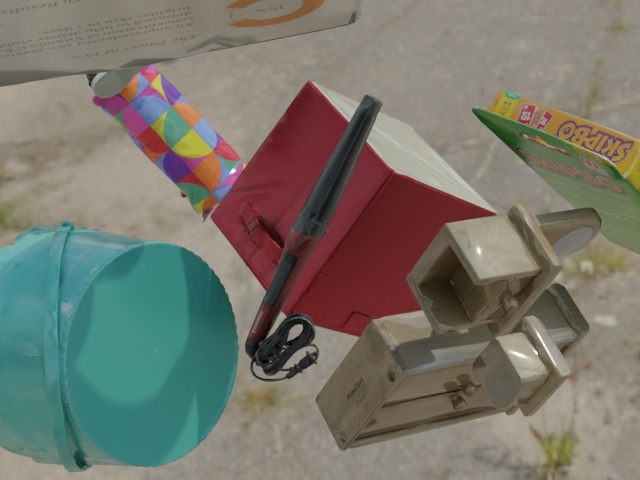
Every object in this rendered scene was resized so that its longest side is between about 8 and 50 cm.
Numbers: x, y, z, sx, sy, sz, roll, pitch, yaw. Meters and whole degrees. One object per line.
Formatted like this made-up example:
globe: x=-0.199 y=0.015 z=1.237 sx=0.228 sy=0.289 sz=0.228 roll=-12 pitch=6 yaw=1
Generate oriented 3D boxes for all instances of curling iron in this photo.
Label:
curling iron: x=0.000 y=0.000 z=1.230 sx=0.068 sy=0.274 sz=0.035 roll=19 pitch=5 yaw=1

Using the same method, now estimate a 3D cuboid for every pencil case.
pencil case: x=-0.203 y=-0.139 z=1.862 sx=0.104 sy=0.236 sz=0.104 roll=-38 pitch=12 yaw=10

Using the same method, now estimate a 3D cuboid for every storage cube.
storage cube: x=0.035 y=-0.027 z=1.487 sx=0.215 sy=0.193 sz=0.183 roll=20 pitch=23 yaw=-46

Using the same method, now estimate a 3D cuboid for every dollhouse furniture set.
dollhouse furniture set: x=0.166 y=0.200 z=0.905 sx=0.174 sy=0.303 sz=0.355 roll=-8 pitch=56 yaw=-34

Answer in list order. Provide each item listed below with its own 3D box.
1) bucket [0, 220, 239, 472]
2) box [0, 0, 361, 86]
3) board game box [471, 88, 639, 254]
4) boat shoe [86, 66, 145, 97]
bucket: x=-0.237 y=0.119 z=1.495 sx=0.183 sy=0.281 sz=0.281 roll=0 pitch=27 yaw=43
box: x=-0.096 y=-0.190 z=0.516 sx=0.215 sy=0.168 sz=0.345 roll=-10 pitch=-8 yaw=-2
board game box: x=0.216 y=-0.035 z=0.991 sx=0.124 sy=0.259 sz=0.039 roll=27 pitch=89 yaw=40
boat shoe: x=-0.196 y=-0.202 z=1.464 sx=0.125 sy=0.046 sz=0.038 roll=-38 pitch=55 yaw=6
